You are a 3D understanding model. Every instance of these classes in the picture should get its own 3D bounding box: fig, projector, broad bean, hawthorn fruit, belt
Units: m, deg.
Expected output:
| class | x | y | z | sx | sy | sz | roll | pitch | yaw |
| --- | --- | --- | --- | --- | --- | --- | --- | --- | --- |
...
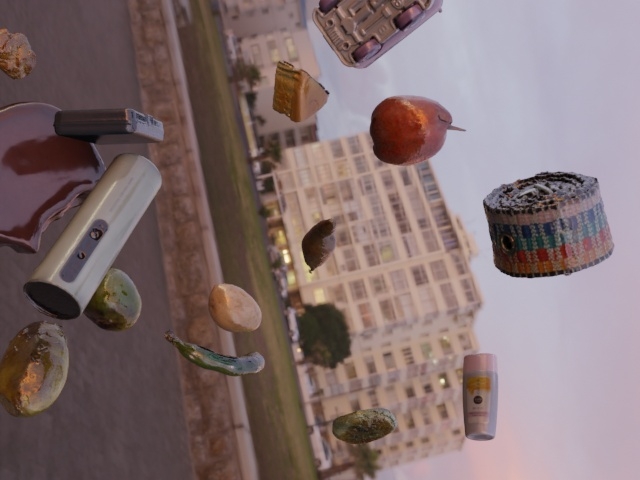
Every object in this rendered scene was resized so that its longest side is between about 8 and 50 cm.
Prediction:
| class | x | y | z | sx | sy | sz | roll | pitch | yaw |
| --- | --- | --- | --- | --- | --- | --- | --- | --- | --- |
| fig | -0.607 | 0.164 | 2.098 | 0.181 | 0.180 | 0.191 | 82 | 0 | -56 |
| projector | -0.403 | -0.016 | 1.317 | 0.108 | 0.108 | 0.338 | 80 | 22 | -45 |
| broad bean | -0.217 | 0.269 | 1.677 | 0.144 | 0.292 | 0.049 | 33 | -82 | 47 |
| hawthorn fruit | 0.273 | -0.314 | 2.043 | 0.210 | 0.262 | 0.211 | -7 | 90 | -69 |
| belt | 0.401 | -0.021 | 1.306 | 0.295 | 0.206 | 0.161 | -92 | 165 | -80 |

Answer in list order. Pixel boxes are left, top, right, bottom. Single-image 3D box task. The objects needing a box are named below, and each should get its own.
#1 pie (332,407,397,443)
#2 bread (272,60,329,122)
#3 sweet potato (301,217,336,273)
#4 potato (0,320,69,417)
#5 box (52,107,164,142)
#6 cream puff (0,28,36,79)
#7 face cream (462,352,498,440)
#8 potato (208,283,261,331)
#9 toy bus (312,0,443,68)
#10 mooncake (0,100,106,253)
| class | x | y | z | sx | sy | sz | roll | pitch | yaw |
| --- | --- | --- | --- | --- | --- | --- | --- | --- | --- |
| pie | 0.119 | 0.501 | 1.956 | 0.187 | 0.186 | 0.041 | 82 | 3 | -53 |
| bread | -0.053 | -0.472 | 2.210 | 0.140 | 0.160 | 0.169 | 30 | -50 | 27 |
| sweet potato | 0.000 | -0.003 | 1.581 | 0.269 | 0.074 | 0.075 | 113 | -35 | -66 |
| potato | -0.638 | 0.283 | 1.619 | 0.251 | 0.149 | 0.113 | -94 | -174 | -51 |
| box | -0.413 | -0.223 | 1.437 | 0.230 | 0.160 | 0.050 | -49 | 137 | -86 |
| cream puff | -0.689 | -0.421 | 1.621 | 0.116 | 0.094 | 0.122 | 45 | -11 | -8 |
| face cream | 0.370 | 0.359 | 1.683 | 0.057 | 0.084 | 0.198 | 50 | 39 | -49 |
| potato | -0.208 | 0.168 | 1.752 | 0.147 | 0.112 | 0.112 | 33 | 18 | -25 |
| toy bus | 0.104 | -0.409 | 1.262 | 0.142 | 0.202 | 0.142 | 56 | 29 | -1 |
| mooncake | -0.625 | -0.130 | 1.537 | 0.174 | 0.333 | 0.326 | -12 | -116 | 52 |
